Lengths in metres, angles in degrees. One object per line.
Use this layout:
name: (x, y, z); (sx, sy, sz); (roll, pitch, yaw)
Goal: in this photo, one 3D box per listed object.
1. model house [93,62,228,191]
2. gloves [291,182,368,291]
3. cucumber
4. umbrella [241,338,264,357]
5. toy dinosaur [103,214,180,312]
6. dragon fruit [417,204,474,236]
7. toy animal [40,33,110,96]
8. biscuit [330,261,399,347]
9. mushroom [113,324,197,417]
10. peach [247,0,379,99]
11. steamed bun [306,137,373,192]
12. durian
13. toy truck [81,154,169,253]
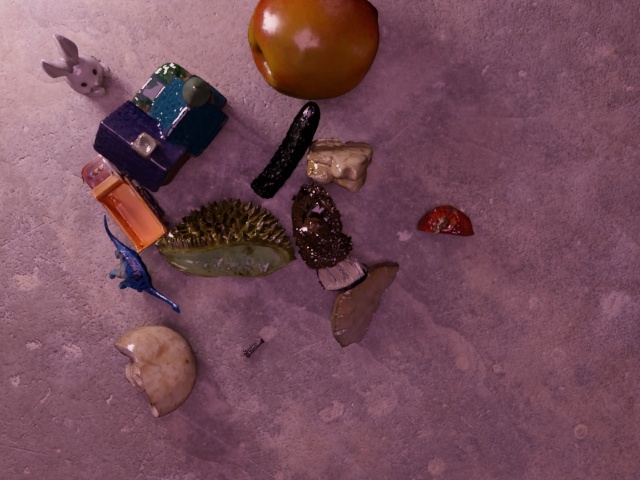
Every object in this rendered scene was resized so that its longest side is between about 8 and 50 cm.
model house: (-0.404, -0.297, 1.697); (0.245, 0.280, 0.312); (40, 96, -6)
gloves: (0.007, -0.003, 1.787); (0.135, 0.210, 0.312); (-32, 100, -15)
cucumber: (-0.081, -0.237, 1.769); (0.081, 0.072, 0.303); (35, 120, -6)
umbrella: (-0.197, 0.314, 1.930); (0.083, 0.020, 0.031); (-39, 98, 0)
toy dinosaur: (-0.517, 0.086, 1.823); (0.144, 0.076, 0.329); (-26, 102, 45)
dragon fruit: (0.355, -0.053, 1.832); (0.162, 0.106, 0.083); (9, 98, 1)
toy animal: (-0.619, -0.437, 1.706); (0.131, 0.221, 0.104); (36, 93, -5)
biscuit: (0.108, 0.174, 1.872); (0.141, 0.038, 0.290); (24, 99, -32)
mushroom: (-0.448, 0.351, 1.867); (0.189, 0.195, 0.254); (-24, 93, -30)
peach: (-0.009, -0.507, 1.667); (0.332, 0.308, 0.308); (-20, 99, -7)
steamed bun: (0.050, -0.193, 1.774); (0.177, 0.192, 0.106); (2, 118, 2)
durian: (-0.251, -0.002, 1.812); (0.394, 0.163, 0.198); (-4, 139, -19)
toy truck: (-0.526, -0.106, 1.799); (0.114, 0.135, 0.270); (-36, 98, 5)
